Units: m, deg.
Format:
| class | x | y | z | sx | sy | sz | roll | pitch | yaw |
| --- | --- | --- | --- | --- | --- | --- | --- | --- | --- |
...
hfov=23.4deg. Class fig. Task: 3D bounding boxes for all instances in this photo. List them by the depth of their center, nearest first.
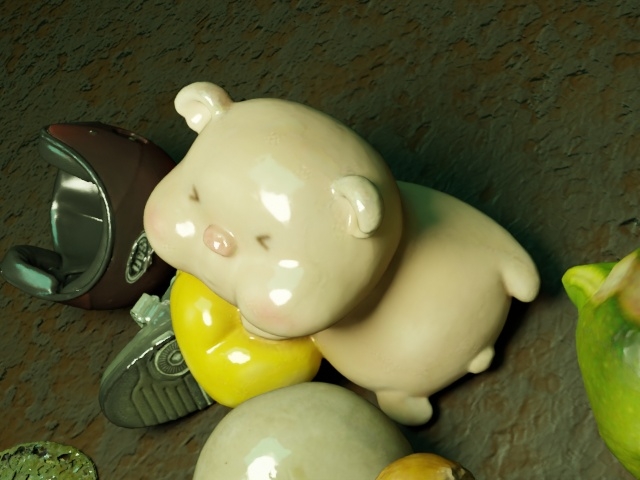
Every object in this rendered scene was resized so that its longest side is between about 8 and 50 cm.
| class | x | y | z | sx | sy | sz | roll | pitch | yaw |
| --- | --- | --- | --- | --- | --- | --- | --- | --- | --- |
| fig | 0.278 | 0.080 | 1.223 | 0.206 | 0.206 | 0.275 | -44 | 25 | -1 |

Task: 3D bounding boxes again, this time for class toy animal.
| class | x | y | z | sx | sy | sz | roll | pitch | yaw |
| --- | --- | --- | --- | --- | --- | --- | --- | --- | --- |
| toy animal | -0.010 | 0.019 | 1.347 | 0.345 | 0.247 | 0.277 | 35 | 78 | 15 |

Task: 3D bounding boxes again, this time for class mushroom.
| class | x | y | z | sx | sy | sz | roll | pitch | yaw |
| --- | --- | --- | --- | --- | --- | --- | --- | --- | --- |
| mushroom | -0.013 | 0.218 | 1.325 | 0.204 | 0.204 | 0.204 | -19 | 49 | 23 |

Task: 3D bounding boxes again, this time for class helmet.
| class | x | y | z | sx | sy | sz | roll | pitch | yaw |
| --- | --- | --- | --- | --- | --- | --- | --- | --- | --- |
| helmet | -0.231 | -0.025 | 1.628 | 0.216 | 0.193 | 0.189 | -123 | 49 | -60 |

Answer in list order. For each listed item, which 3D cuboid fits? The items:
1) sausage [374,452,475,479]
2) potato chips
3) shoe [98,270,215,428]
| class | x | y | z | sx | sy | sz | roll | pitch | yaw |
| --- | --- | --- | --- | --- | --- | --- | --- | --- | --- |
| sausage | 0.051 | 0.291 | 1.198 | 0.109 | 0.109 | 0.270 | 24 | 101 | 43 |
| potato chips | -0.316 | 0.302 | 1.562 | 0.202 | 0.029 | 0.220 | 3 | 58 | 33 |
| shoe | -0.117 | 0.057 | 1.553 | 0.293 | 0.109 | 0.149 | -37 | 45 | -5 |
